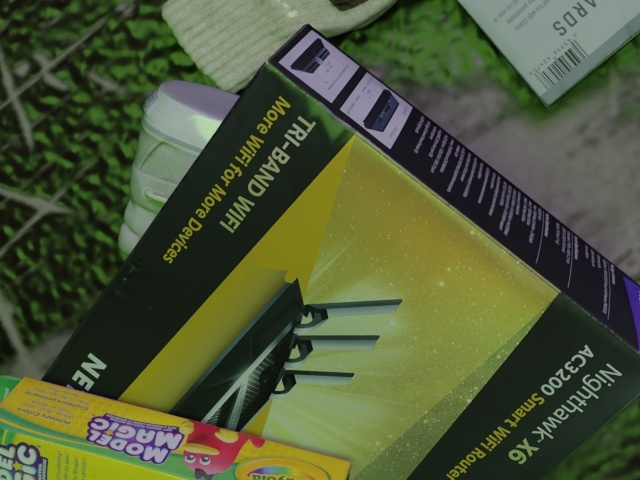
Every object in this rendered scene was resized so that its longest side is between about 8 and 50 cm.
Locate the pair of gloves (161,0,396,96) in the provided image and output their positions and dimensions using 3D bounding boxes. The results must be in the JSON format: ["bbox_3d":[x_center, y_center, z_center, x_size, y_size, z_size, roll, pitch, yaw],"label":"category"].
[{"bbox_3d":[-0.041,-0.220,0.595,0.204,0.042,0.240,-24,111,19],"label":"pair of gloves"}]

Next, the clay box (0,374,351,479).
[{"bbox_3d":[-0.101,0.157,0.572,0.221,0.053,0.128,12,118,9],"label":"clay box"}]

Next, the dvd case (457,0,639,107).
[{"bbox_3d":[0.120,-0.221,0.588,0.239,0.029,0.179,50,126,1],"label":"dvd case"}]

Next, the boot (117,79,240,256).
[{"bbox_3d":[0.000,0.000,0.645,0.258,0.095,0.123,22,112,9],"label":"boot"}]

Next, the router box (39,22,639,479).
[{"bbox_3d":[-0.006,0.077,0.585,0.243,0.081,0.309,37,119,-4],"label":"router box"}]
